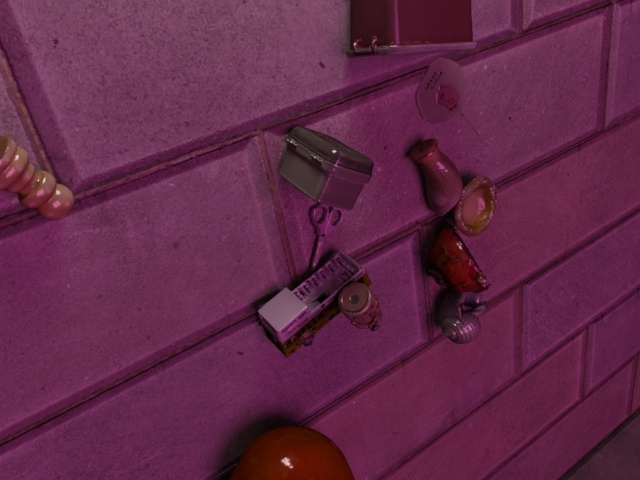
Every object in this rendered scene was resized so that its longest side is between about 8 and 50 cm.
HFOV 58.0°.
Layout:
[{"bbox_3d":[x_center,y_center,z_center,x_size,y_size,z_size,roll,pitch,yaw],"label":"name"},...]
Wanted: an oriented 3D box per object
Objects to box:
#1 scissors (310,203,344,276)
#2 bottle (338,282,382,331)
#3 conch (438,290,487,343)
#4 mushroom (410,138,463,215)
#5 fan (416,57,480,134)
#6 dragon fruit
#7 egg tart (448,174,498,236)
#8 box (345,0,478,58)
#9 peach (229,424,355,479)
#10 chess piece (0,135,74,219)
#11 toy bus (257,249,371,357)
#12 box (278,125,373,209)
[{"bbox_3d":[0.000,0.000,1.502,0.110,0.021,0.212,5,106,-41],"label":"scissors"},{"bbox_3d":[0.111,0.177,1.473,0.099,0.099,0.152,-48,144,-9],"label":"bottle"},{"bbox_3d":[0.447,0.237,1.859,0.200,0.131,0.172,-40,104,-50],"label":"conch"},{"bbox_3d":[0.335,-0.180,1.623,0.247,0.108,0.096,58,32,-39],"label":"mushroom"},{"bbox_3d":[0.379,-0.379,1.623,0.310,0.010,0.182,30,90,-39],"label":"fan"},{"bbox_3d":[0.388,0.077,1.726,0.148,0.223,0.218,-31,169,12],"label":"dragon fruit"},{"bbox_3d":[0.453,-0.107,1.739,0.197,0.078,0.197,-17,115,-39],"label":"egg tart"},{"bbox_3d":[0.210,-0.515,1.332,0.294,0.193,0.167,-15,112,-31],"label":"box"},{"bbox_3d":[-0.087,0.669,1.531,0.302,0.343,0.342,12,102,-57],"label":"peach"},{"bbox_3d":[-0.527,-0.099,1.044,0.094,0.094,0.170,-49,136,-9],"label":"chess piece"},{"bbox_3d":[-0.014,0.152,1.482,0.302,0.113,0.139,-39,144,-17],"label":"toy bus"},{"bbox_3d":[0.007,-0.166,1.319,0.148,0.210,0.129,11,110,-38],"label":"box"}]
